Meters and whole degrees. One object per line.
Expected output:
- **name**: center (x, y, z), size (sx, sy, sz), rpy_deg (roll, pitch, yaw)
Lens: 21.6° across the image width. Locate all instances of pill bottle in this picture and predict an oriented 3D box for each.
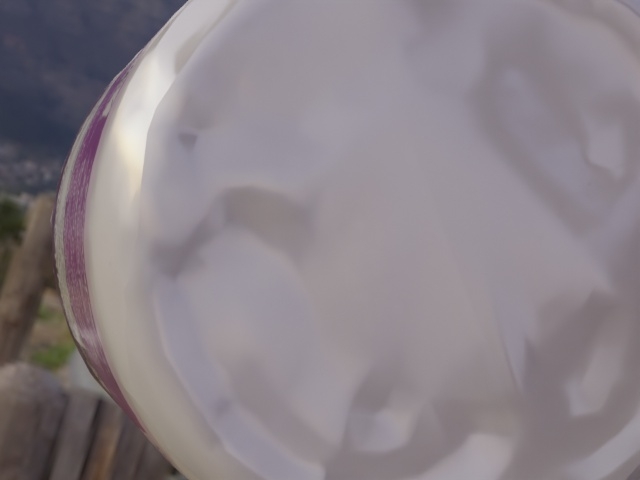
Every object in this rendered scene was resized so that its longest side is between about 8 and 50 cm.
- **pill bottle**: center (0.000, 0.000, 0.542), size (0.169, 0.169, 0.301), rpy_deg (18, -3, -11)
